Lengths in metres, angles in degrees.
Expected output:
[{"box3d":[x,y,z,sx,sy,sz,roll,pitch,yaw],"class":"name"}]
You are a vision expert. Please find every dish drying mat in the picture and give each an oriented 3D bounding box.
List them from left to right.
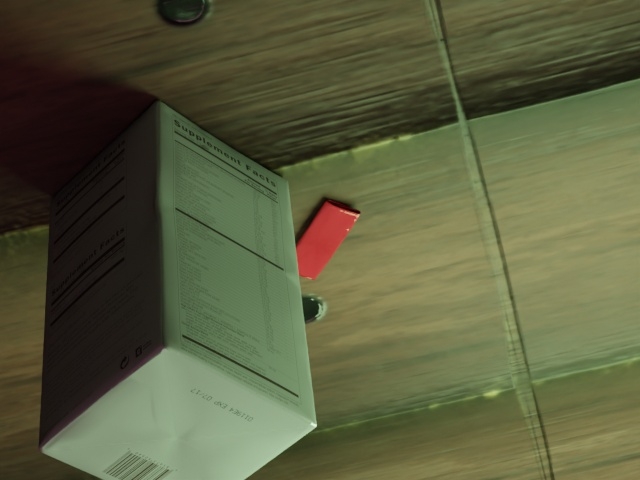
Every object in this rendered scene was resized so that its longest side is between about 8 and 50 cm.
[{"box3d":[0.000,0.000,1.196,0.032,0.008,0.083,16,132,-21],"class":"dish drying mat"}]

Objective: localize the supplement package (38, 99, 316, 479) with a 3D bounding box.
[{"box3d":[-0.104,0.046,1.059,0.139,0.244,0.134,32,123,-32],"class":"supplement package"}]
